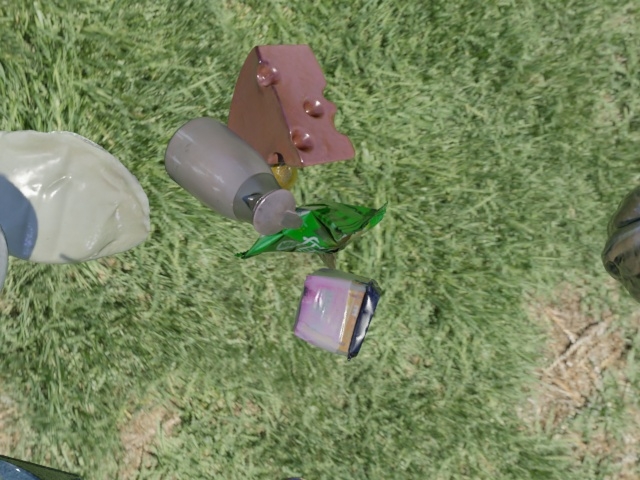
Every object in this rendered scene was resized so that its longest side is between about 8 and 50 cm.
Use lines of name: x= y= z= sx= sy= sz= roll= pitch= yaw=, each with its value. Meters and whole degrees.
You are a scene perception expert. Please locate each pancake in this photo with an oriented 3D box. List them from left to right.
pancake: x=-0.001 y=0.001 z=1.259 sx=0.011 sy=0.115 sz=0.115 roll=-27 pitch=101 yaw=-16

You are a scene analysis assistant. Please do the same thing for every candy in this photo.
candy: x=-0.011 y=-0.017 z=1.068 sx=0.141 sy=0.203 sz=0.078 roll=6 pitch=71 yaw=-55

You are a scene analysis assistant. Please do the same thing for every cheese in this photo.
cheese: x=-0.057 y=-0.212 z=1.145 sx=0.128 sy=0.203 sz=0.177 roll=-14 pitch=107 yaw=-39

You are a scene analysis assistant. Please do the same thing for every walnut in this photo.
walnut: x=0.645 y=0.011 z=1.363 sx=0.248 sy=0.248 sz=0.248 roll=-1 pitch=92 yaw=-21

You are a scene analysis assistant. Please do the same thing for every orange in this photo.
orange: x=-0.082 y=-0.124 z=1.369 sx=0.085 sy=0.095 sz=0.085 roll=14 pitch=64 yaw=-31

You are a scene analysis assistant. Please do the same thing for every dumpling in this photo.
dumpling: x=-0.518 y=-0.087 z=1.471 sx=0.395 sy=0.315 sz=0.233 roll=25 pitch=44 yaw=-23

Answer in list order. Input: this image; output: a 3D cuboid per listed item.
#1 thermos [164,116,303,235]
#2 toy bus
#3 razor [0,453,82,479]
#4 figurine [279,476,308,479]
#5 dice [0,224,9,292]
thermos: x=-0.101 y=-0.073 z=0.982 sx=0.105 sy=0.193 sz=0.137 roll=-56 pitch=143 yaw=3
toy bus: x=0.036 y=0.145 z=1.699 sx=0.162 sy=0.386 sz=0.171 roll=20 pitch=91 yaw=3
razor: x=-0.140 y=0.200 z=0.363 sx=0.066 sy=0.033 sz=0.190 roll=43 pitch=30 yaw=-49
figurine: x=-0.059 y=0.413 z=0.953 sx=0.142 sy=0.263 sz=0.189 roll=45 pitch=106 yaw=1
dice: x=-0.483 y=0.027 z=0.814 sx=0.194 sy=0.193 sz=0.192 roll=58 pitch=42 yaw=-49
